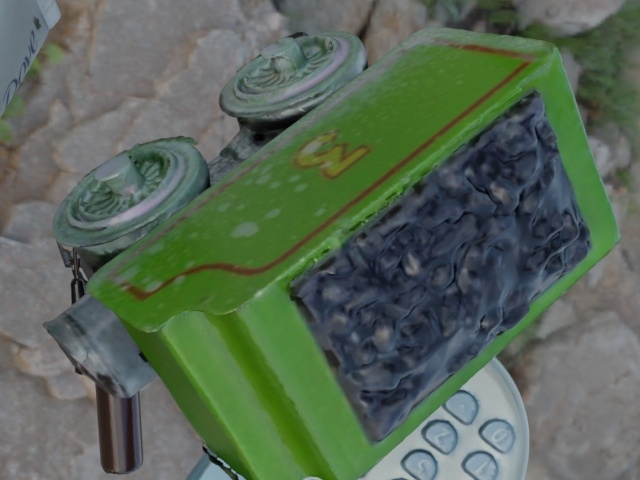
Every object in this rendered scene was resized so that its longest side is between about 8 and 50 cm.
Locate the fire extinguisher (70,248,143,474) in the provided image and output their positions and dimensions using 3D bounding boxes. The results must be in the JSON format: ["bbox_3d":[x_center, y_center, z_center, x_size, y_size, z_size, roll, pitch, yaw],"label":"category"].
[{"bbox_3d":[-0.140,0.067,0.741,0.035,0.049,0.173,-11,109,-32],"label":"fire extinguisher"}]

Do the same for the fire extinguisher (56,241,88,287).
[{"bbox_3d":[-0.149,0.019,0.984,0.043,0.158,0.064,111,-26,-55],"label":"fire extinguisher"}]

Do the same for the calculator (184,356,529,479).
[{"bbox_3d":[0.007,0.184,0.722,0.303,0.188,0.042,-52,-179,3],"label":"calculator"}]

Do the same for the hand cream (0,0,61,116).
[{"bbox_3d":[-0.237,-0.082,0.702,0.248,0.083,0.133,-62,172,-17],"label":"hand cream"}]

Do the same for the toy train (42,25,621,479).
[{"bbox_3d":[0.000,0.000,0.667,0.307,0.249,0.173,-38,123,-19],"label":"toy train"}]
